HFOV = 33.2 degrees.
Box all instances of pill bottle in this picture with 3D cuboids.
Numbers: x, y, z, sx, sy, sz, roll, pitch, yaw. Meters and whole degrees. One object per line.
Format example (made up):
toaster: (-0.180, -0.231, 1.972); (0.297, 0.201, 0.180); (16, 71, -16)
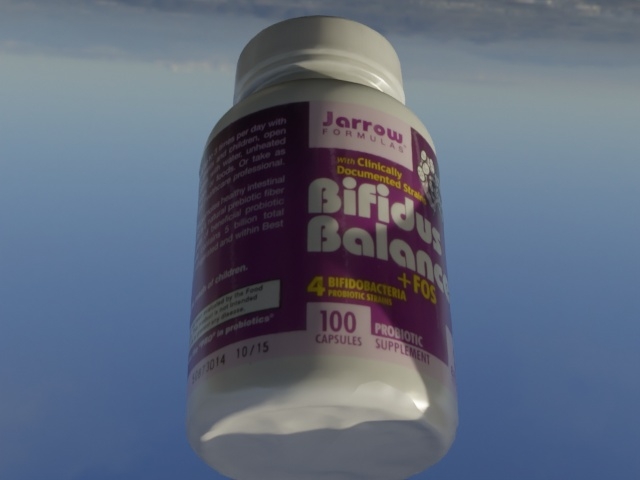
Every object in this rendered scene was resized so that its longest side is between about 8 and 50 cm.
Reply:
pill bottle: (0.000, 0.000, 0.725); (0.169, 0.302, 0.169); (-1, 148, 0)
